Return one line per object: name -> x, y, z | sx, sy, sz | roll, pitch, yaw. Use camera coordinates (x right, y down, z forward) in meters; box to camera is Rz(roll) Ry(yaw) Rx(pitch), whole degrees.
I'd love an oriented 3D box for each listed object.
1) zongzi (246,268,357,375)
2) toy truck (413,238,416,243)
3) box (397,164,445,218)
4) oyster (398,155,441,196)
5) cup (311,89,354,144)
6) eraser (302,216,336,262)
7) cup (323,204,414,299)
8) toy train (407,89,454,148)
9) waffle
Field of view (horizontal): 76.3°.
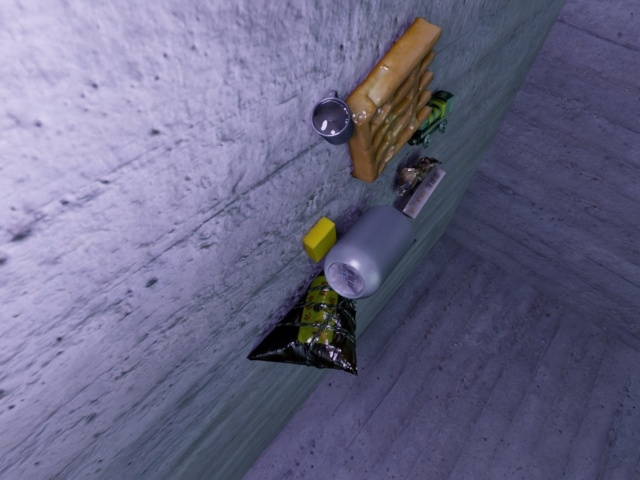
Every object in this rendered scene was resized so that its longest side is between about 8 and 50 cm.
zongzi -> -0.050, 0.298, 1.367 | 0.383, 0.363, 0.318 | -81, 163, -53
toy truck -> 0.308, -0.035, 1.660 | 0.067, 0.175, 0.081 | -52, 167, -10
box -> 0.427, -0.208, 1.747 | 0.233, 0.067, 0.149 | -57, -179, 7
oyster -> 0.362, -0.249, 1.577 | 0.214, 0.083, 0.223 | -33, 170, -30
cup -> 0.029, -0.248, 0.822 | 0.077, 0.078, 0.100 | 15, 78, -75
eraser -> 0.000, 0.000, 1.187 | 0.097, 0.045, 0.122 | -50, 161, -14
cup -> 0.153, 0.039, 1.326 | 0.312, 0.206, 0.205 | -43, 158, -44
toy train -> 0.353, -0.392, 1.333 | 0.200, 0.083, 0.132 | -43, 147, -30
waffle -> 0.175, -0.321, 1.027 | 0.304, 0.078, 0.348 | -52, 160, -7
